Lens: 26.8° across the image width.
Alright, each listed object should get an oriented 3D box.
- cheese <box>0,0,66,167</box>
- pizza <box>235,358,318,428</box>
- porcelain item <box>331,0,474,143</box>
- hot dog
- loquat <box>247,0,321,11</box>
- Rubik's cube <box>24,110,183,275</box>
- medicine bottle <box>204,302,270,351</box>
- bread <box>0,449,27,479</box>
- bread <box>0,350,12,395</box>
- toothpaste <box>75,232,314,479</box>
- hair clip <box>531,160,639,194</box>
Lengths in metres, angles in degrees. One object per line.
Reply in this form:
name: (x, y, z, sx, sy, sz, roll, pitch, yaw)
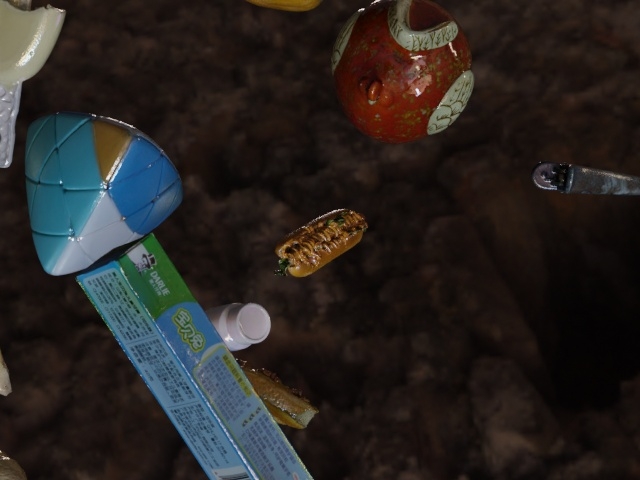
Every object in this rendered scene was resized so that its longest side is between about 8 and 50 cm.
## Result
cheese: (-0.365, -0.202, 1.547, 0.127, 0.235, 0.050, 13, -171, 11)
pizza: (-0.082, 0.187, 1.701, 0.175, 0.134, 0.046, 28, -106, 7)
porcelain item: (0.124, -0.272, 2.171, 0.253, 0.253, 0.253, -8, -151, 5)
hot dog: (0.000, 0.000, 2.111, 0.188, 0.072, 0.055, -31, 173, -37)
loquat: (-0.061, -0.467, 2.193, 0.234, 0.187, 0.176, 16, -140, -17)
Rubik's cube: (-0.310, -0.067, 1.820, 0.254, 0.254, 0.254, -8, -151, 5)
medicine bottle: (-0.097, 0.096, 1.479, 0.052, 0.052, 0.089, -35, -168, -37)
bread: (-0.463, 0.289, 1.783, 0.214, 0.073, 0.053, 22, -97, 25)
bread: (-0.629, 0.069, 1.751, 0.279, 0.390, 0.371, -24, -162, -35)
toothpaste: (-0.097, 0.121, 1.099, 0.050, 0.266, 0.065, -40, -166, -37)
hair clip: (0.385, -0.074, 1.781, 0.229, 0.039, 0.070, 5, -175, -37)
